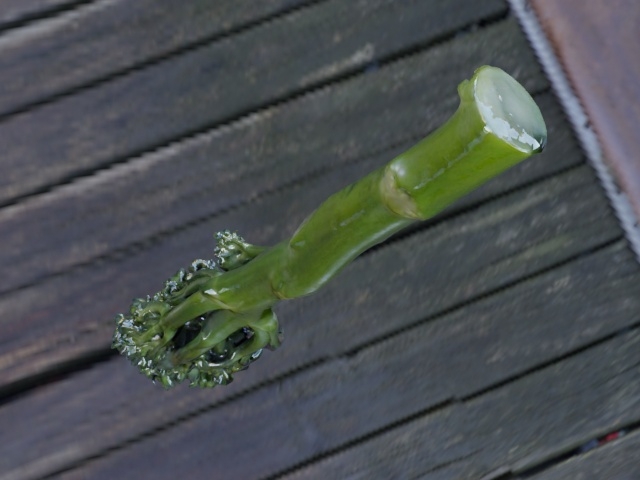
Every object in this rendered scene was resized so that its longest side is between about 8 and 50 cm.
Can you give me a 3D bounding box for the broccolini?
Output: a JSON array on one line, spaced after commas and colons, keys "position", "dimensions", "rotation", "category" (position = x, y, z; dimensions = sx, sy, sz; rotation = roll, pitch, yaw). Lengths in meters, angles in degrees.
[{"position": [-0.005, -0.002, 0.792], "dimensions": [0.079, 0.392, 0.074], "rotation": [2, 71, -29], "category": "broccolini"}]
